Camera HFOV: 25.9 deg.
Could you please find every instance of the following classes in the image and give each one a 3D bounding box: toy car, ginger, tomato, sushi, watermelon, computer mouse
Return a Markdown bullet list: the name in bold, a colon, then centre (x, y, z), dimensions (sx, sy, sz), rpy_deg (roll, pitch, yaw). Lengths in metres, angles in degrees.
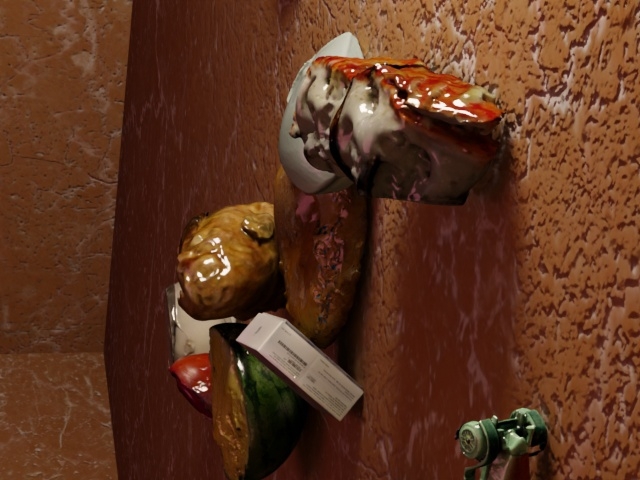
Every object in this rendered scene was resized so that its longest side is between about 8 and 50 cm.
- **toy car**: centre (0.143, 0.204, 1.110), dimensions (0.054, 0.073, 0.143), rpy_deg (37, 127, 53)
- **ginger**: centre (-0.113, 0.024, 1.851), dimensions (0.172, 0.165, 0.321), rpy_deg (-66, -9, 0)
- **tomato**: centre (-0.150, 0.246, 2.206), dimensions (0.189, 0.099, 0.173), rpy_deg (54, 167, -30)
- **sushi**: centre (0.065, -0.103, 1.299), dimensions (0.332, 0.124, 0.130), rpy_deg (-136, 56, -68)
- **watermelon**: centre (-0.081, 0.206, 1.852), dimensions (0.204, 0.127, 0.232), rpy_deg (-131, 39, -63)
- **computer mouse**: centre (0.001, -0.148, 1.580), dimensions (0.128, 0.079, 0.231), rpy_deg (-46, 35, 26)

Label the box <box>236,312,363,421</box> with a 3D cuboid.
- **box**: centre (-0.025, 0.147, 1.648), dimensions (0.051, 0.130, 0.129), rpy_deg (-49, 12, -9)

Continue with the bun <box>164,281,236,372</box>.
- **bun**: centre (-0.198, 0.149, 2.325), dimensions (0.173, 0.120, 0.172), rpy_deg (178, 90, -79)

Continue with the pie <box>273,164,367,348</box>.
- **pie**: centre (-0.001, 0.001, 1.674), dimensions (0.273, 0.069, 0.273), rpy_deg (176, 90, -73)
